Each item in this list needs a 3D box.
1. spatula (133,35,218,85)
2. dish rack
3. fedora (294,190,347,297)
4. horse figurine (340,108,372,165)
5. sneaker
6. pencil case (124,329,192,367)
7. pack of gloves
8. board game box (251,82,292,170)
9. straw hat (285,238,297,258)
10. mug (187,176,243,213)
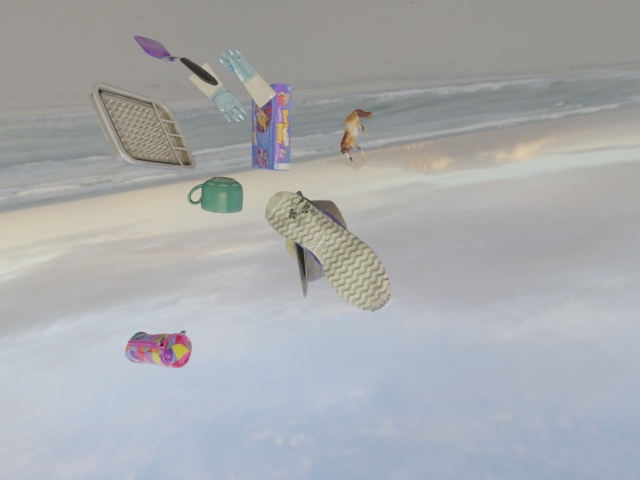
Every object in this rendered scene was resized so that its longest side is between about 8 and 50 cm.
[{"bbox_3d":[-0.341,-0.429,0.960,0.297,0.030,0.084,34,-154,27],"label":"spatula"},{"bbox_3d":[-0.581,-0.350,1.324,0.073,0.285,0.333,-27,176,20],"label":"dish rack"},{"bbox_3d":[0.000,0.000,1.028,0.125,0.243,0.275,-8,-127,-9],"label":"fedora"},{"bbox_3d":[0.137,-0.429,1.627,0.066,0.263,0.174,5,163,34],"label":"horse figurine"},{"bbox_3d":[0.032,0.012,0.799,0.102,0.293,0.146,-47,166,10],"label":"sneaker"},{"bbox_3d":[-0.471,0.311,1.163,0.237,0.104,0.104,-12,-173,39],"label":"pencil case"},{"bbox_3d":[-0.297,-0.531,1.362,0.195,0.232,0.046,-43,-176,-8],"label":"pack of gloves"},{"bbox_3d":[-0.216,-0.482,1.747,0.078,0.346,0.233,-6,-165,-33],"label":"board game box"},{"bbox_3d":[-0.066,0.030,1.468,0.145,0.144,0.061,-7,-149,12],"label":"straw hat"},{"bbox_3d":[-0.319,-0.146,1.265,0.130,0.097,0.158,22,-158,40],"label":"mug"}]
